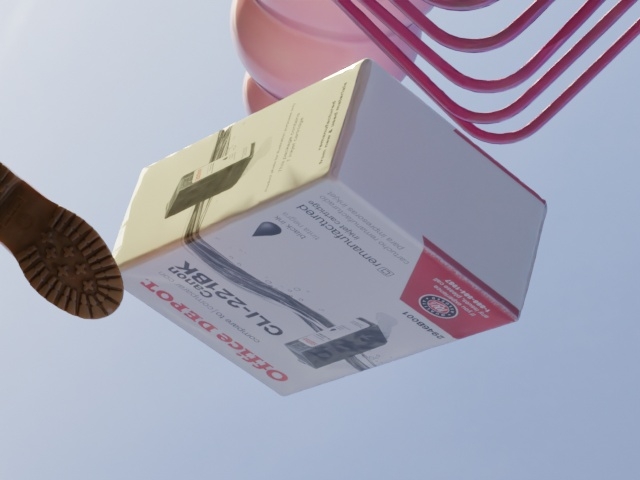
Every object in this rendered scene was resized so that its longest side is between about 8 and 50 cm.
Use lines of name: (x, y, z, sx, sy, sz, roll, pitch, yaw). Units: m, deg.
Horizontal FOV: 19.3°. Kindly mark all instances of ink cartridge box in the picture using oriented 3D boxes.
ink cartridge box: (0.000, 0.000, 1.421, 0.273, 0.197, 0.114, -22, -139, 46)

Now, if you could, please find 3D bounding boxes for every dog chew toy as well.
dog chew toy: (0.009, -0.212, 1.710, 0.206, 0.207, 0.331, -116, -151, -42)

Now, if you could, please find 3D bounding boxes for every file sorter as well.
file sorter: (0.081, -0.190, 0.979, 0.182, 0.290, 0.202, -44, -104, -1)

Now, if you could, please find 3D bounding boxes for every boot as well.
boot: (-0.195, -0.002, 1.339, 0.158, 0.084, 0.059, 43, -92, 11)
